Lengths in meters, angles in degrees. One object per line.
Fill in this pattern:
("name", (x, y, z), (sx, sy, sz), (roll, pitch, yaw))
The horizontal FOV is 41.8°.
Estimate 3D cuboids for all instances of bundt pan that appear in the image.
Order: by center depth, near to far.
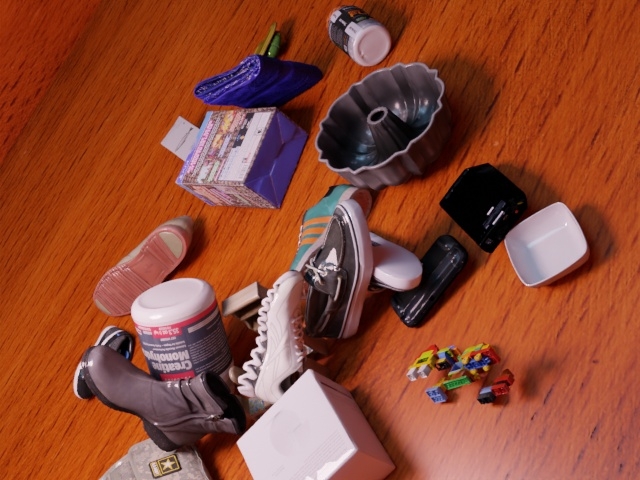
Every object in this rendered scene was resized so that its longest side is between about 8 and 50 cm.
("bundt pan", (0.157, -0.245, 1.909), (0.331, 0.124, 0.330), (-22, 43, 22))

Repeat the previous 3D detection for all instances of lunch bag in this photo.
("lunch bag", (-0.368, 0.578, 1.863), (0.287, 0.169, 0.235), (-44, 38, 1))

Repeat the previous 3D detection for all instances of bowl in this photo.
("bowl", (0.428, 0.016, 1.562), (0.142, 0.053, 0.142), (-34, 44, 22))

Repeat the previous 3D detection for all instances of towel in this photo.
("towel", (-0.156, -0.408, 2.225), (0.228, 0.308, 0.076), (-19, 85, 32))

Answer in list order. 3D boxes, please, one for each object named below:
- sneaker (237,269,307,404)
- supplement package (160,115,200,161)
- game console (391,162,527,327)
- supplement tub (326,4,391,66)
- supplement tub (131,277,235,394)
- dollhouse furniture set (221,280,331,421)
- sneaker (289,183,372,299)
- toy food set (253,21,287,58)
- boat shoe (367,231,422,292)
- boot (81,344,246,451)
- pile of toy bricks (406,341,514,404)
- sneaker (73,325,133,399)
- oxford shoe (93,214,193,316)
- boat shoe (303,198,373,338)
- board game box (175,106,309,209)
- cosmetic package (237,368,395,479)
("sneaker", (-0.073, 0.201, 1.713), (0.118, 0.110, 0.292), (22, 107, 22))
("supplement package", (-0.370, -0.276, 2.461), (0.105, 0.105, 0.179), (-55, 42, 0))
("game console", (0.263, 0.012, 1.709), (0.361, 0.044, 0.213), (-54, 27, 13))
("supplement tub", (0.094, -0.541, 2.190), (0.117, 0.117, 0.190), (-48, 42, 9))
("supplement tub", (-0.306, 0.240, 1.908), (0.191, 0.272, 0.191), (-11, 21, 4))
("dollhouse furniture set", (-0.119, 0.240, 1.847), (0.212, 0.161, 0.242), (-31, 47, 25))
("sneaker", (0.000, 0.000, 1.942), (0.121, 0.108, 0.302), (17, 69, 48))
("toy food set", (-0.157, -0.534, 2.468), (0.217, 0.071, 0.128), (-66, 18, -15))
("boat shoe", (0.116, 0.061, 1.779), (0.301, 0.108, 0.102), (32, 127, 56))
("boot", (-0.318, 0.308, 1.765), (0.223, 0.338, 0.118), (-22, 38, 27))
("pile of toy bricks", (0.274, 0.228, 1.550), (0.212, 0.118, 0.105), (-27, 18, 50))
("sneaker", (-0.587, 0.339, 2.283), (0.121, 0.079, 0.216), (9, 70, 47))
("oxford shoe", (-0.485, 0.076, 2.354), (0.397, 0.140, 0.146), (-37, 13, 27))
("boat shoe", (0.027, 0.075, 1.713), (0.121, 0.119, 0.335), (-129, 36, -51))
("board game box", (-0.211, -0.219, 2.247), (0.291, 0.141, 0.232), (6, 69, 45))
("cosmetic package", (-0.012, 0.422, 1.646), (0.224, 0.138, 0.224), (-46, 41, 10))
